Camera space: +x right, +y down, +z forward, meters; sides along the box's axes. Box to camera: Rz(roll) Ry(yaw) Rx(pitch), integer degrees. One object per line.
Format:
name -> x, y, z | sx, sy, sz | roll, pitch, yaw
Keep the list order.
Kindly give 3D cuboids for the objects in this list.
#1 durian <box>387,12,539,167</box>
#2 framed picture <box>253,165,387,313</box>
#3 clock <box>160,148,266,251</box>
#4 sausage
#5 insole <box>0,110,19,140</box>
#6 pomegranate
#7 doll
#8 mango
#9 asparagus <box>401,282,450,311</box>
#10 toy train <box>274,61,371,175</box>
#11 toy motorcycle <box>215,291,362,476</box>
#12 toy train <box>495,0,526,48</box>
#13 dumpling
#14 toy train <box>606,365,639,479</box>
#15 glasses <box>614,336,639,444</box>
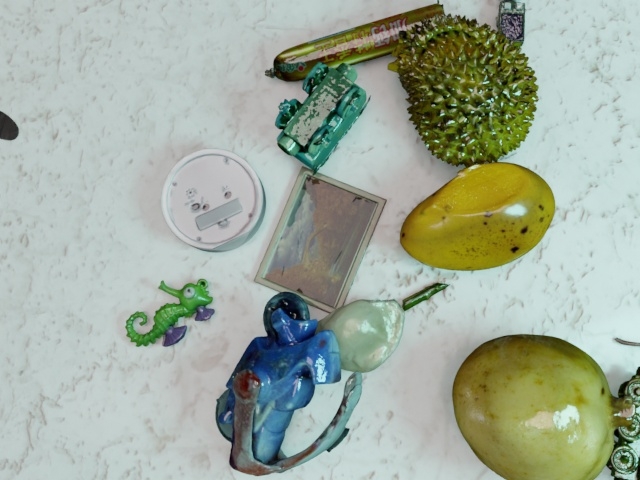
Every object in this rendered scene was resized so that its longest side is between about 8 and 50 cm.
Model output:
durian -> 0.271, -0.284, 1.674 | 0.258, 0.258, 0.293 | -28, 72, 0
framed picture -> 0.000, 0.000, 1.762 | 0.184, 0.016, 0.250 | 23, 85, 5
clock -> -0.206, -0.076, 1.757 | 0.197, 0.068, 0.196 | 0, 84, 4
sausage -> 0.067, -0.382, 1.771 | 0.372, 0.082, 0.082 | -16, 83, 2
insole -> -0.678, -0.247, 1.838 | 0.153, 0.002, 0.053 | 24, 86, 6
pomegranate -> 0.368, 0.293, 1.572 | 0.307, 0.307, 0.307 | 0, 84, 4
doll -> -0.292, 0.140, 1.749 | 0.190, 0.050, 0.115 | -38, 87, 1
mango -> 0.285, -0.031, 1.662 | 0.290, 0.191, 0.160 | -17, 50, -1
asparagus -> 0.199, 0.104, 1.734 | 0.108, 0.025, 0.021 | -28, 103, -3
toy train -> 0.001, -0.235, 1.714 | 0.112, 0.163, 0.203 | 38, 86, 9
toy motorcycle -> -0.050, 0.274, 1.653 | 0.241, 0.182, 0.319 | 27, 103, 2
toy train -> 0.372, -0.464, 1.758 | 0.060, 0.081, 0.202 | 3, 84, 3
dumpling -> 0.068, 0.181, 1.693 | 0.199, 0.118, 0.136 | -14, 92, 20
toy train -> 0.583, 0.338, 1.587 | 0.137, 0.090, 0.225 | 14, 81, 11
glasses -> 0.642, 0.312, 1.638 | 0.268, 0.118, 0.234 | 21, 87, 6
